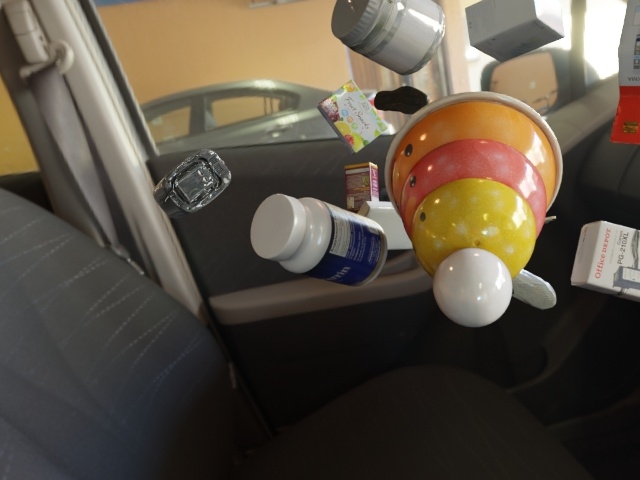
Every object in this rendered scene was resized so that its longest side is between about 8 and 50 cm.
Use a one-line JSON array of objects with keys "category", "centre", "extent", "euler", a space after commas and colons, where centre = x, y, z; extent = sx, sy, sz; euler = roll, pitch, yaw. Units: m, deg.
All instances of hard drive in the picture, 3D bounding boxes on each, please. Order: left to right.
[{"category": "hard drive", "centre": [0.237, -0.045, 1.871], "extent": [0.307, 0.203, 0.040], "euler": [-1, 47, -34]}]

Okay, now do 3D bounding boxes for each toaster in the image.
[{"category": "toaster", "centre": [-0.367, -0.146, 1.535], "extent": [0.227, 0.129, 0.146], "euler": [-46, 16, -29]}]

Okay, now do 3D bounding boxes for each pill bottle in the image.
[{"category": "pill bottle", "centre": [0.000, 0.000, 1.114], "extent": [0.264, 0.153, 0.153], "euler": [17, -8, -43]}]

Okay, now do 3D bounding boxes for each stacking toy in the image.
[{"category": "stacking toy", "centre": [0.267, -0.033, 0.973], "extent": [0.350, 0.351, 0.480], "euler": [-6, 29, 18]}]

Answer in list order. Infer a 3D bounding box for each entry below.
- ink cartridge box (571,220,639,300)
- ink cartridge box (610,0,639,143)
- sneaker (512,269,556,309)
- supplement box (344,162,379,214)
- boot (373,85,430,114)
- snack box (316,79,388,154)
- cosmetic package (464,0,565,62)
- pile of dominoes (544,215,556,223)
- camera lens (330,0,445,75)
[{"category": "ink cartridge box", "centre": [0.808, 0.062, 1.452], "extent": [0.237, 0.172, 0.100], "euler": [15, -5, 2]}, {"category": "ink cartridge box", "centre": [0.934, -0.442, 1.437], "extent": [0.091, 0.385, 0.308], "euler": [-1, 12, -43]}, {"category": "sneaker", "centre": [0.545, 0.112, 1.544], "extent": [0.237, 0.085, 0.086], "euler": [32, 13, 1]}, {"category": "supplement box", "centre": [0.154, -0.184, 2.043], "extent": [0.104, 0.188, 0.081], "euler": [-5, -6, 26]}, {"category": "boot", "centre": [0.268, -0.397, 1.576], "extent": [0.137, 0.077, 0.198], "euler": [-4, 19, -38]}, {"category": "snack box", "centre": [0.074, -0.285, 1.280], "extent": [0.100, 0.141, 0.037], "euler": [-38, 3, -10]}, {"category": "cosmetic package", "centre": [0.620, -0.691, 1.757], "extent": [0.224, 0.138, 0.224], "euler": [-13, -9, 44]}, {"category": "pile of dominoes", "centre": [0.562, -0.042, 1.682], "extent": [0.196, 0.040, 0.251], "euler": [-7, -12, -13]}, {"category": "camera lens", "centre": [0.196, -0.614, 1.570], "extent": [0.274, 0.219, 0.219], "euler": [15, 0, -31]}]
